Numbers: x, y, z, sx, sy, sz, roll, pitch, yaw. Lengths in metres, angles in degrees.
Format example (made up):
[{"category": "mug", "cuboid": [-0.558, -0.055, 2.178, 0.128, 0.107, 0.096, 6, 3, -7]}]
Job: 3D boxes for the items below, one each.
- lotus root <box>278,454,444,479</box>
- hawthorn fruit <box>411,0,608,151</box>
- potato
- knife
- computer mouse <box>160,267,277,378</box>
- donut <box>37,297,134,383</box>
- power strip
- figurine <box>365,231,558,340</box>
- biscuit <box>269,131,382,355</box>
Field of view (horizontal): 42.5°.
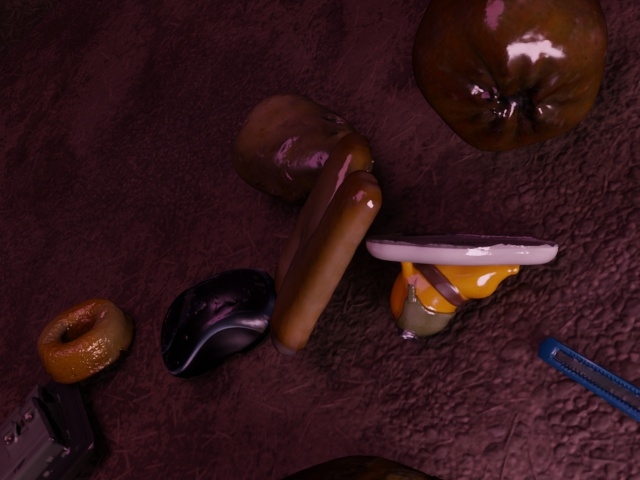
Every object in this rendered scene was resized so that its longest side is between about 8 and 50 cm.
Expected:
[{"category": "lotus root", "cuboid": [-0.010, 0.342, 0.989, 0.314, 0.142, 0.210, -28, 33, 20]}, {"category": "hawthorn fruit", "cuboid": [0.265, -0.288, 1.172, 0.267, 0.268, 0.301, -18, 41, 28]}, {"category": "potato", "cuboid": [-0.031, -0.146, 1.392, 0.191, 0.141, 0.296, -45, 42, -17]}, {"category": "knife", "cuboid": [0.356, 0.187, 0.916, 0.296, 0.026, 0.044, 33, 94, 46]}, {"category": "computer mouse", "cuboid": [-0.174, 0.128, 1.332, 0.233, 0.096, 0.137, -35, 44, 11]}, {"category": "donut", "cuboid": [-0.429, 0.171, 1.488, 0.178, 0.065, 0.162, -41, 44, -25]}, {"category": "power strip", "cuboid": [-0.511, 0.360, 1.433, 0.257, 0.092, 0.251, -47, 44, 3]}, {"category": "figurine", "cuboid": [0.183, 0.065, 1.089, 0.249, 0.166, 0.141, 2, 95, 15]}, {"category": "biscuit", "cuboid": [0.000, 0.000, 1.191, 0.237, 0.062, 0.291, -92, 27, -60]}]
